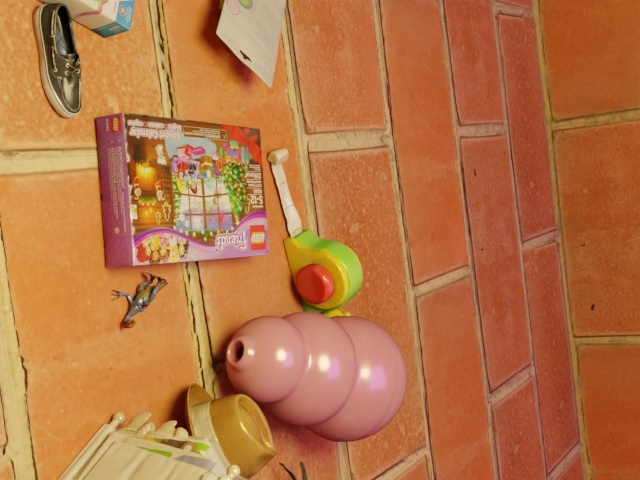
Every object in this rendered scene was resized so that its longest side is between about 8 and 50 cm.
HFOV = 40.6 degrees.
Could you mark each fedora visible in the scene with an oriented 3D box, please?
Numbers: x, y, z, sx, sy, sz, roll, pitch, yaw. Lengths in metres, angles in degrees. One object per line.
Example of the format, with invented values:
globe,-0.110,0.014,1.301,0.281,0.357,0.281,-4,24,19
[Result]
fedora,-0.119,0.278,1.222,0.194,0.079,0.194,-25,90,-83

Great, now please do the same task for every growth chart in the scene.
growth chart,-0.210,0.281,1.024,0.172,0.237,0.021,-44,131,-39

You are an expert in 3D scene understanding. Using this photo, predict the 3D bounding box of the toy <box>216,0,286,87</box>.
toy,-0.119,-0.369,1.385,0.137,0.056,0.237,40,49,-42

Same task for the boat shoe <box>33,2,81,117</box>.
boat shoe,-0.321,-0.225,1.077,0.049,0.040,0.142,-26,107,-55

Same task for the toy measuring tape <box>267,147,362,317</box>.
toy measuring tape,0.000,0.000,1.467,0.121,0.121,0.330,-31,112,-53

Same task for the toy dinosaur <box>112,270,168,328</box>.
toy dinosaur,-0.238,0.085,1.170,0.082,0.047,0.090,-65,151,-9

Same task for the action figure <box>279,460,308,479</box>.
action figure,-0.023,0.493,1.353,0.164,0.141,0.276,16,77,-53

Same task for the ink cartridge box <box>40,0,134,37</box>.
ink cartridge box,-0.299,-0.330,1.113,0.122,0.052,0.089,22,68,-52

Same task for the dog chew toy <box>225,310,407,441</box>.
dog chew toy,-0.014,0.203,1.360,0.331,0.206,0.207,22,68,-44

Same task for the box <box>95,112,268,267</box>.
box,-0.188,-0.070,1.243,0.293,0.057,0.201,-4,91,-56

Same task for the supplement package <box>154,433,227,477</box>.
supplement package,-0.216,0.404,1.066,0.262,0.145,0.204,-52,127,-45
